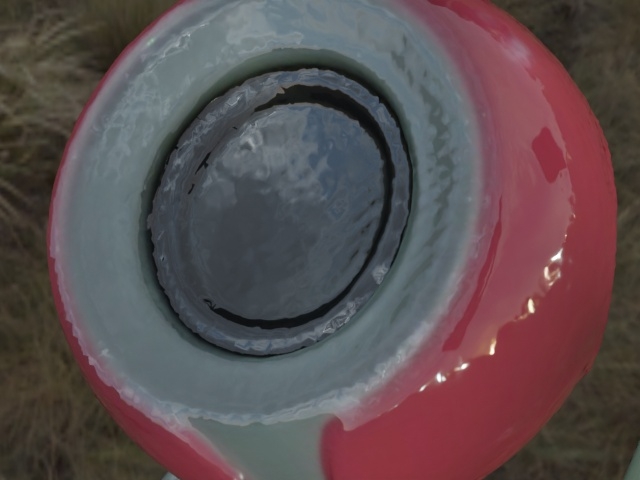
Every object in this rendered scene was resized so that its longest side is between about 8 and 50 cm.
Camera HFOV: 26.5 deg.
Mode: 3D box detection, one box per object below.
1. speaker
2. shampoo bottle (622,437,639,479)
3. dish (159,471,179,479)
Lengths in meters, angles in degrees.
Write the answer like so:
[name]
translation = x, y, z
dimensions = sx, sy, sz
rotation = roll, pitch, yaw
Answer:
[speaker]
translation = 0.000, 0.000, 0.715
dimensions = 0.294, 0.294, 0.294
rotation = 4, 54, -5
[shampoo bottle]
translation = 0.174, 0.017, 0.443
dimensions = 0.118, 0.234, 0.087
rotation = 13, 9, -38
[dish]
translation = -0.128, 0.246, 1.425
dimensions = 0.141, 0.141, 0.078
rotation = -23, 50, -22
